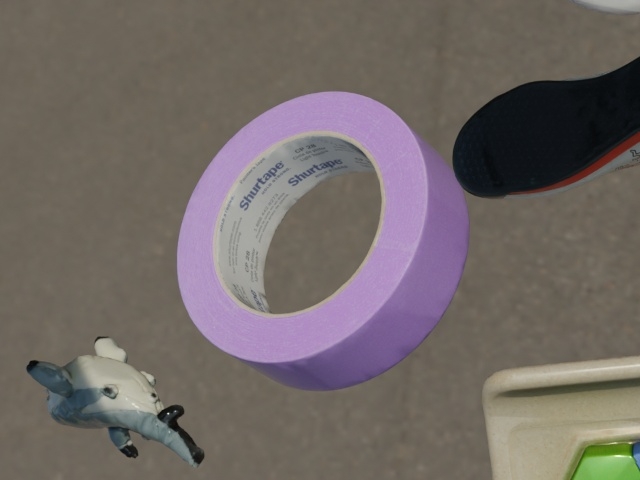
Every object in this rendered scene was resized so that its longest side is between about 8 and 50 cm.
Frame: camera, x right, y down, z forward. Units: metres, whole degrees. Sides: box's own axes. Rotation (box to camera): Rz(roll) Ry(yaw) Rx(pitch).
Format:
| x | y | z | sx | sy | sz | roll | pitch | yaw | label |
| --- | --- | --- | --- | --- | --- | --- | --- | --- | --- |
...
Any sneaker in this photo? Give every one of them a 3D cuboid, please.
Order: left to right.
| x | y | z | sx | sy | sz | roll | pitch | yaw | label |
| --- | --- | --- | --- | --- | --- | --- | --- | --- | --- |
| 0.243 | -0.083 | 1.304 | 0.270 | 0.145 | 0.090 | -25 | 63 | 32 | sneaker |

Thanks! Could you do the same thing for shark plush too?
| x | y | z | sx | sy | sz | roll | pitch | yaw | label |
| --- | --- | --- | --- | --- | --- | --- | --- | --- | --- |
| -0.135 | 0.122 | 1.230 | 0.161 | 0.073 | 0.067 | 15 | 114 | 29 | shark plush |

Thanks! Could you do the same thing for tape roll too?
| x | y | z | sx | sy | sz | roll | pitch | yaw | label |
| --- | --- | --- | --- | --- | --- | --- | --- | --- | --- |
| 0.000 | 0.000 | 1.643 | 0.275 | 0.090 | 0.275 | -15 | 61 | 28 | tape roll |

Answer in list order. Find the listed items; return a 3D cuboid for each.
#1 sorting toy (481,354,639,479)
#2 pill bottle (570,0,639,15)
| x | y | z | sx | sy | sz | roll | pitch | yaw | label |
| --- | --- | --- | --- | --- | --- | --- | --- | --- | --- |
| 0.170 | 0.141 | 0.681 | 0.038 | 0.193 | 0.208 | -52 | -46 | -72 | sorting toy |
| 0.250 | -0.305 | 1.365 | 0.130 | 0.130 | 0.246 | -41 | 25 | 50 | pill bottle |
